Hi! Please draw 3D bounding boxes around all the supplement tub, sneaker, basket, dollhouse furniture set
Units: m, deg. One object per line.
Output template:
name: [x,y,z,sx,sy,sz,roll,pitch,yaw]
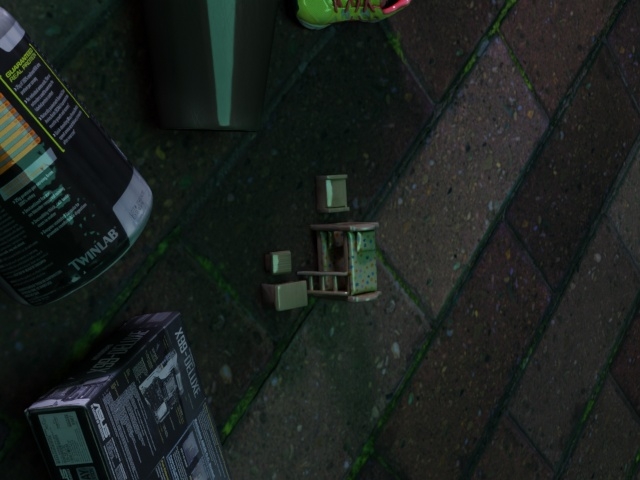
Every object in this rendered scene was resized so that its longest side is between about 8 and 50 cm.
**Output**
supplement tub: [-0.334,-0.102,0.870,0.194,0.193,0.316,-50,122,-27]
sneaker: [0.049,-0.359,1.256,0.208,0.094,0.082,-18,105,-38]
basket: [-0.136,-0.251,1.069,0.204,0.154,0.227,-5,99,-39]
dollhouse furniture set: [0.000,0.000,1.224,0.160,0.101,0.182,-8,97,-40]

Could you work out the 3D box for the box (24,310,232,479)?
box: [-0.200,0.270,1.006,0.242,0.076,0.308,-53,131,-66]
